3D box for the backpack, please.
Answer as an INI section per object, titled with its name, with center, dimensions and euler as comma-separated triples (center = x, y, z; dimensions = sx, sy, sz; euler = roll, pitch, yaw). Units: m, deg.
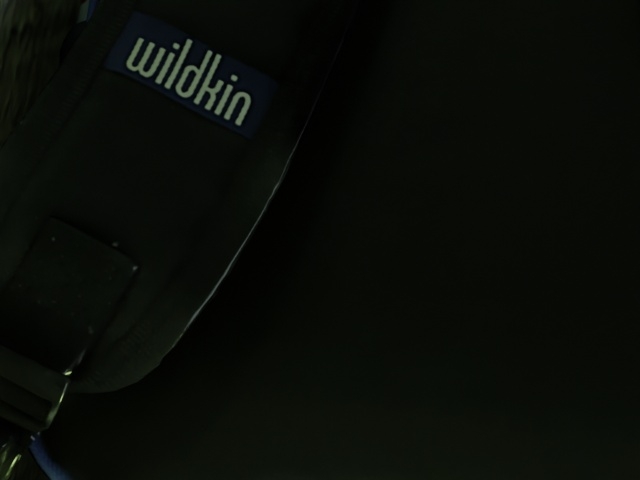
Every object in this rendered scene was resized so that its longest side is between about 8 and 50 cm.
[backpack]
center = 0.050, -0.032, 0.430
dimensions = 0.213, 0.277, 0.263
euler = 102, -6, -74
